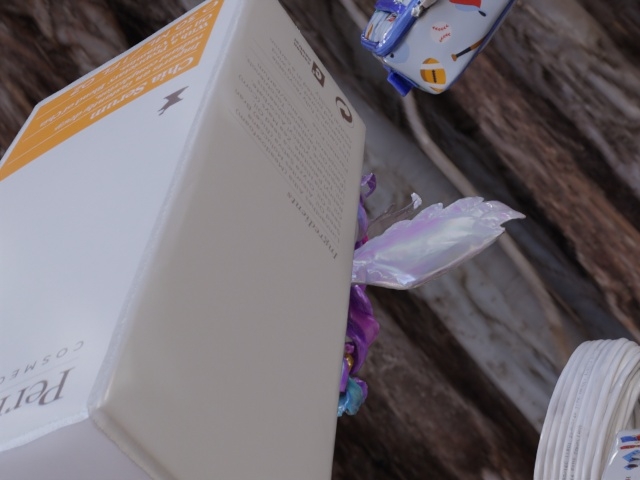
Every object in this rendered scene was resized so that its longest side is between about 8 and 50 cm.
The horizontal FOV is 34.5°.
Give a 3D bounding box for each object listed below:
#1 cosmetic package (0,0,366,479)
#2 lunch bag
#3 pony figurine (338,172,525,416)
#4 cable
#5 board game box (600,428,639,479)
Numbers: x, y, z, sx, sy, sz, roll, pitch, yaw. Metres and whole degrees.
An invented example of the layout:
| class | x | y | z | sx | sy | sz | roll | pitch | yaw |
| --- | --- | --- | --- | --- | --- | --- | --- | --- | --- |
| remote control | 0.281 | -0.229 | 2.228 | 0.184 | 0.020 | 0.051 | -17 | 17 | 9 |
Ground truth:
| class | x | y | z | sx | sy | sz | roll | pitch | yaw |
| --- | --- | --- | --- | --- | --- | --- | --- | --- | --- |
| cosmetic package | -0.116 | 0.031 | 0.644 | 0.230 | 0.161 | 0.453 | -26 | 30 | 22 |
| lunch bag | 0.143 | -0.282 | 1.171 | 0.243 | 0.115 | 0.303 | -52 | 9 | 10 |
| pony figurine | 0.000 | 0.000 | 1.176 | 0.351 | 0.363 | 0.303 | -41 | 11 | -16 |
| cable | 0.317 | 0.236 | 1.164 | 0.257 | 0.089 | 0.257 | 35 | -114 | -56 |
| board game box | 0.293 | 0.200 | 0.729 | 0.193 | 0.053 | 0.305 | -9 | 6 | 24 |
